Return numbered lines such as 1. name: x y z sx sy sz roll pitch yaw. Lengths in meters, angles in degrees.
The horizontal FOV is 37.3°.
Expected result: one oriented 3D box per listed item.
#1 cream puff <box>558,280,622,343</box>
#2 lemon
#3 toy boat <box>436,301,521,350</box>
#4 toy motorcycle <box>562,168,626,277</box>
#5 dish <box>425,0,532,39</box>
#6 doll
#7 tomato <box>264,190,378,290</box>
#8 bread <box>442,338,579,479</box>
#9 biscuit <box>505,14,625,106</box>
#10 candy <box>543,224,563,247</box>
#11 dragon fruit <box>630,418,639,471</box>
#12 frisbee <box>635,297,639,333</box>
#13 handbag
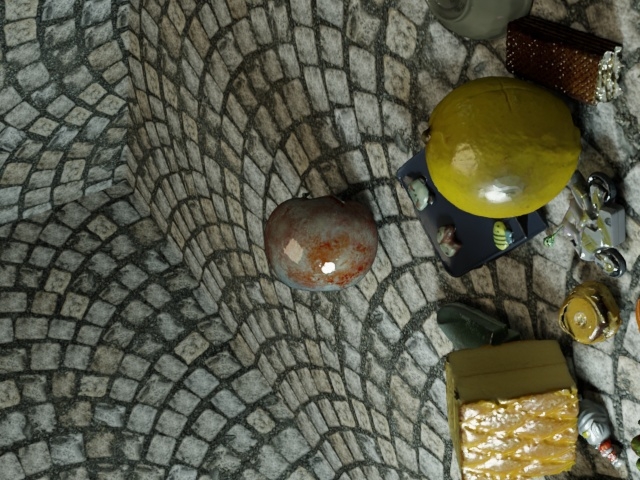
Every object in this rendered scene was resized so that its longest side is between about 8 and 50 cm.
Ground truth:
1. cream puff: 0.561 0.147 1.963 0.119 0.104 0.133 11 105 51
2. lemon: 0.354 -0.182 1.860 0.297 0.297 0.297 40 143 39
3. toy boat: 0.384 0.231 2.362 0.319 0.092 0.141 28 136 59
4. toy motorcycle: 0.540 -0.036 1.890 0.152 0.073 0.224 18 128 58
5. dish: 0.286 -0.526 1.894 0.303 0.120 0.303 40 144 38
6. doll: 0.621 0.427 2.123 0.180 0.079 0.094 59 -176 1
7. tomato: 0.000 0.000 2.603 0.317 0.317 0.282 -6 81 61
8. bread: 0.430 0.390 2.156 0.207 0.279 0.279 -101 -1 -57
9. biscuit: 0.459 -0.342 1.790 0.252 0.070 0.106 35 141 43
10. candy: 0.504 -0.013 2.029 0.023 0.025 0.083 23 141 -10
11. dragon fruit: 0.714 0.424 1.837 0.198 0.219 0.272 -88 -5 -49
12. frisbee: 0.687 0.178 1.843 0.192 0.035 0.192 39 142 39
13. handbag: 0.339 -0.099 2.145 0.303 0.122 0.329 62 151 7
